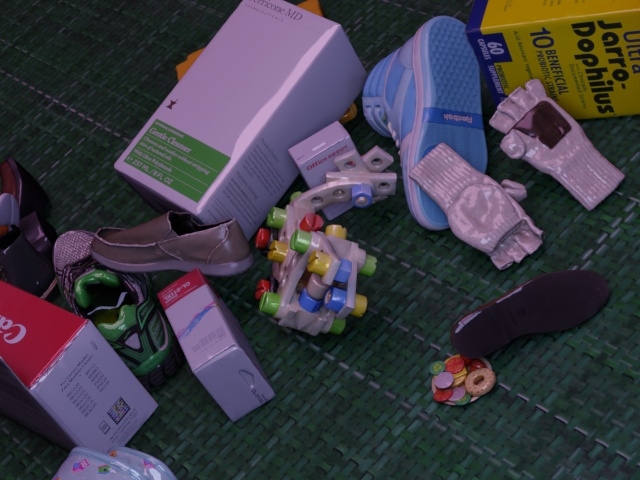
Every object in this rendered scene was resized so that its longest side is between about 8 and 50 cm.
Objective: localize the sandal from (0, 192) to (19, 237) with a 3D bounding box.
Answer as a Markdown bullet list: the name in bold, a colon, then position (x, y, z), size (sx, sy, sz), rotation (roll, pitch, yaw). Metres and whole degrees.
- **sandal**: position (-0.552, 0.045, 2.098), size (0.076, 0.102, 0.265), rotation (16, 85, 12)

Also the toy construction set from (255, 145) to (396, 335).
- **toy construction set**: position (0.000, 0.000, 1.838), size (0.215, 0.151, 0.327), rotation (-57, 10, 40)

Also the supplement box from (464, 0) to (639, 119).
- **supplement box**: position (0.416, -0.307, 1.898), size (0.357, 0.194, 0.195), rotation (-3, 48, 27)

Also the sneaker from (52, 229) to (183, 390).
- **sneaker**: position (-0.316, 0.069, 1.978), size (0.134, 0.146, 0.343), rotation (-38, 42, -9)

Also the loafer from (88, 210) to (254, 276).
- **loafer**: position (-0.214, -0.005, 1.906), size (0.251, 0.087, 0.094), rotation (2, 18, 17)

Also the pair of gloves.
- **pair of gloves**: position (0.266, -0.090, 1.815), size (0.240, 0.042, 0.204), rotation (-35, 71, -9)

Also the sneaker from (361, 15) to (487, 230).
- **sneaker**: position (0.144, -0.153, 1.976), size (0.208, 0.127, 0.319), rotation (-23, 58, 59)

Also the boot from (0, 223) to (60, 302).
- **boot**: position (-0.500, 0.084, 2.072), size (0.077, 0.137, 0.198), rotation (9, 56, 35)

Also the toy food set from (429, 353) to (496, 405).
- **toy food set**: position (0.178, 0.175, 1.690), size (0.083, 0.020, 0.083), rotation (-26, 42, 4)

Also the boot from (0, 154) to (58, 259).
- **boot**: position (-0.587, 0.008, 2.250), size (0.280, 0.096, 0.264), rotation (-32, 54, 5)

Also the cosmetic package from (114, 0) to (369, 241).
- **cosmetic package**: position (-0.116, -0.184, 2.050), size (0.197, 0.155, 0.365), rotation (27, 76, 32)

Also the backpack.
- **backpack**: position (-0.249, 0.336, 1.646), size (0.166, 0.188, 0.144), rotation (11, 56, 38)

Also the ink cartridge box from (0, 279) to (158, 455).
- **ink cartridge box**: position (-0.421, 0.153, 1.860), size (0.309, 0.272, 0.130), rotation (19, 60, 40)

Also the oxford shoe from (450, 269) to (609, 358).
- **oxford shoe**: position (0.262, 0.087, 1.700), size (0.212, 0.076, 0.076), rotation (-19, 2, -2)

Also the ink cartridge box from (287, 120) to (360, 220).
- **ink cartridge box**: position (0.019, -0.104, 1.976), size (0.089, 0.122, 0.052), rotation (-31, 42, -1)

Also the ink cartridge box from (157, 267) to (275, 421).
- **ink cartridge box**: position (-0.143, 0.142, 1.822), size (0.072, 0.127, 0.175), rotation (-32, 41, 0)

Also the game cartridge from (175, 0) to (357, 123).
- **game cartridge**: position (-0.099, -0.260, 2.256), size (0.285, 0.052, 0.323), rotation (-23, 40, 8)
